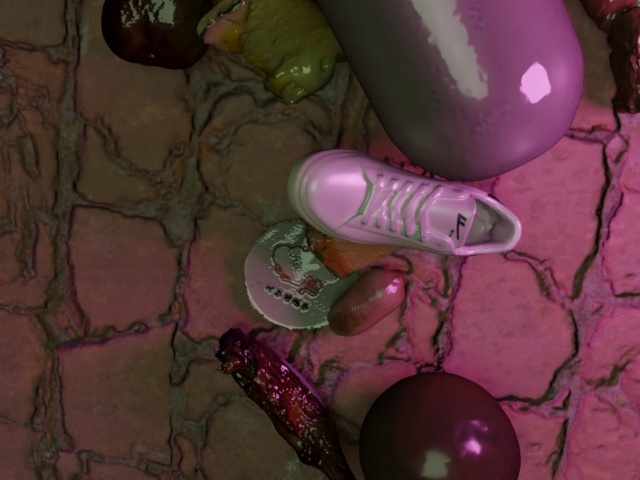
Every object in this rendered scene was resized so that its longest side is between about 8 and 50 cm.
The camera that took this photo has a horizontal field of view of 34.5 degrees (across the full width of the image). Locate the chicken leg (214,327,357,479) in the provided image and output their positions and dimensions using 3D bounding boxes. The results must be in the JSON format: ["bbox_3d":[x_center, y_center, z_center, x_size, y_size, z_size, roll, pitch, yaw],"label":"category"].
[{"bbox_3d":[-0.026,0.303,1.681,0.096,0.158,0.407,-39,78,0],"label":"chicken leg"}]

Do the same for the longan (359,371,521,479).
[{"bbox_3d":[0.185,0.333,1.614,0.258,0.258,0.258,2,103,9],"label":"longan"}]

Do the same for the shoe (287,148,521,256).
[{"bbox_3d":[0.132,-0.041,1.480,0.363,0.160,0.132,10,98,-35],"label":"shoe"}]

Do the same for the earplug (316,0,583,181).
[{"bbox_3d":[0.186,-0.280,1.437,0.312,0.312,0.394,-23,99,14],"label":"earplug"}]

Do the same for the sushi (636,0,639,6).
[{"bbox_3d":[0.508,-0.376,1.504,0.126,0.026,0.120,-13,100,13],"label":"sushi"}]

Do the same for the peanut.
[{"bbox_3d":[0.075,0.100,1.665,0.152,0.076,0.076,-40,93,13],"label":"peanut"}]

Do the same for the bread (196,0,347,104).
[{"bbox_3d":[-0.074,-0.332,1.566,0.174,0.251,0.133,-44,49,17],"label":"bread"}]

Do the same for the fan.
[{"bbox_3d":[0.000,0.000,1.686,0.190,0.009,0.329,28,104,-2],"label":"fan"}]

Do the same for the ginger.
[{"bbox_3d":[0.437,-0.323,1.491,0.084,0.122,0.290,-15,98,-16],"label":"ginger"}]

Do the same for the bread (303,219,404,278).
[{"bbox_3d":[0.052,-0.019,1.642,0.147,0.127,0.152,-24,134,7],"label":"bread"}]

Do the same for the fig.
[{"bbox_3d":[-0.232,-0.401,1.582,0.170,0.145,0.274,16,91,5],"label":"fig"}]
